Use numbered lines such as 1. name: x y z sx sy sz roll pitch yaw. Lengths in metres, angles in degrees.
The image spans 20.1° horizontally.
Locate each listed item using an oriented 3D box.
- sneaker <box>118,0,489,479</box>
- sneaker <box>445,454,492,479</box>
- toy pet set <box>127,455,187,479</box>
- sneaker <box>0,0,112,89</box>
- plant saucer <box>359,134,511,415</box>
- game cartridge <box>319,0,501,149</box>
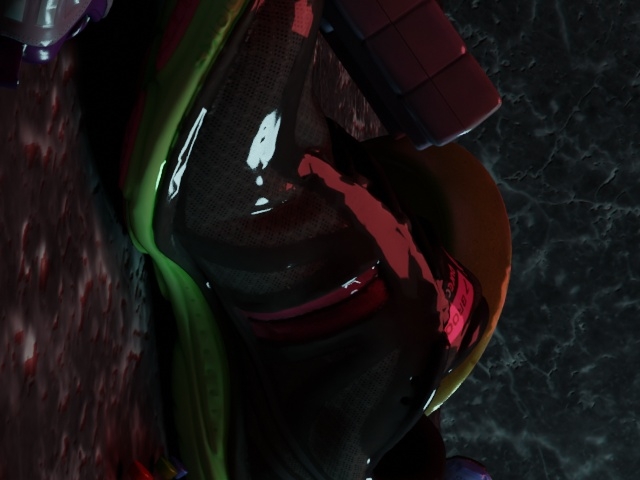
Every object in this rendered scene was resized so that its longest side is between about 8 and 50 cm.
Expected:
1. sneaker: 0.000 0.000 1.087 0.482 0.202 0.185 82 12 -48
2. sneaker: 0.108 0.377 1.834 0.147 0.130 0.330 114 -4 -76
3. toy pet set: -0.084 0.191 1.071 0.065 0.114 0.122 -44 170 1
4. sneaker: -0.112 -0.152 0.829 0.223 0.083 0.098 -64 175 -60
5. plant saucer: 0.027 0.027 1.303 0.037 0.241 0.240 30 57 -45
6. game cartridge: 0.013 -0.167 1.151 0.230 0.068 0.355 51 2 -4
